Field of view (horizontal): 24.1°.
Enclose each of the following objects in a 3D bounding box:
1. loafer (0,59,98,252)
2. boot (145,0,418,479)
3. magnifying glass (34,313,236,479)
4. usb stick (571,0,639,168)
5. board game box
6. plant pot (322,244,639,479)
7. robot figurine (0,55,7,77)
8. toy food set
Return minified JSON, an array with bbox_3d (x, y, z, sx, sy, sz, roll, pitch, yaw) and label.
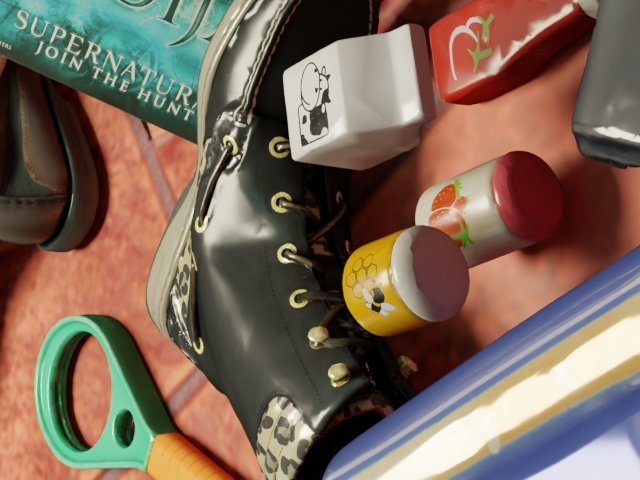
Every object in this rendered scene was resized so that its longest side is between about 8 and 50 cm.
[{"bbox_3d":[-0.225,-0.103,0.975,0.096,0.084,0.267,-58,48,32],"label":"loafer"},{"bbox_3d":[0.001,0.001,0.690,0.179,0.085,0.236,55,133,44],"label":"boot"},{"bbox_3d":[-0.104,0.112,0.860,0.231,0.026,0.092,28,108,47],"label":"magnifying glass"},{"bbox_3d":[0.154,-0.160,0.562,0.077,0.045,0.278,22,103,49],"label":"usb stick"},{"bbox_3d":[-0.083,-0.124,0.750,0.026,0.186,0.126,-81,16,-63],"label":"board game box"},{"bbox_3d":[0.144,0.115,0.422,0.236,0.212,0.236,-38,59,40],"label":"plant pot"},{"bbox_3d":[-0.280,-0.197,0.845,0.300,0.199,0.353,50,139,8],"label":"robot figurine"},{"bbox_3d":[0.059,-0.083,0.616,0.104,0.111,0.232,-23,67,47],"label":"toy food set"}]
